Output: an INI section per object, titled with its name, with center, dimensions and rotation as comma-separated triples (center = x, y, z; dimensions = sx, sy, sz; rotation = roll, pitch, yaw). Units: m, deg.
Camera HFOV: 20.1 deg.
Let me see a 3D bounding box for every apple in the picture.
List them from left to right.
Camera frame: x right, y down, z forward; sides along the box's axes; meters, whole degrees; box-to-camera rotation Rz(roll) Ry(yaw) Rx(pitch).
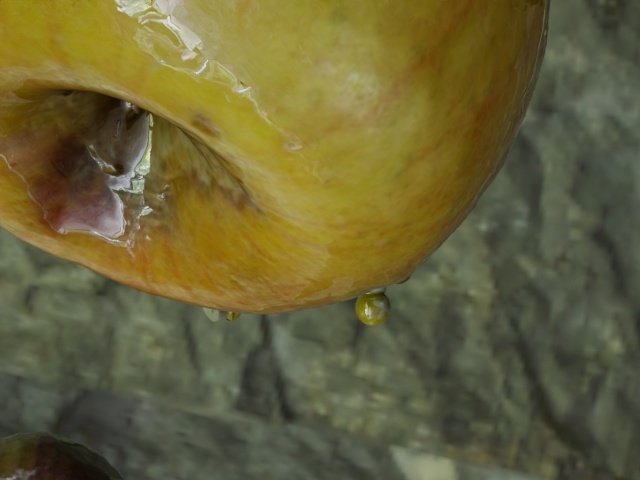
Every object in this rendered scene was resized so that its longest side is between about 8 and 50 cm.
[apple]
center = -0.042, -0.132, 0.741
dimensions = 0.299, 0.299, 0.275
rotation = 59, -141, -41

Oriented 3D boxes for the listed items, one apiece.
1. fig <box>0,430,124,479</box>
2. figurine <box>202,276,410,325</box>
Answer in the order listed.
[fig]
center = -0.263, 0.283, 1.540
dimensions = 0.217, 0.321, 0.217
rotation = 4, -104, -18
[figurine]
center = 0.001, 0.005, 0.987
dimensions = 0.101, 0.068, 0.143
rotation = 45, -109, -10
